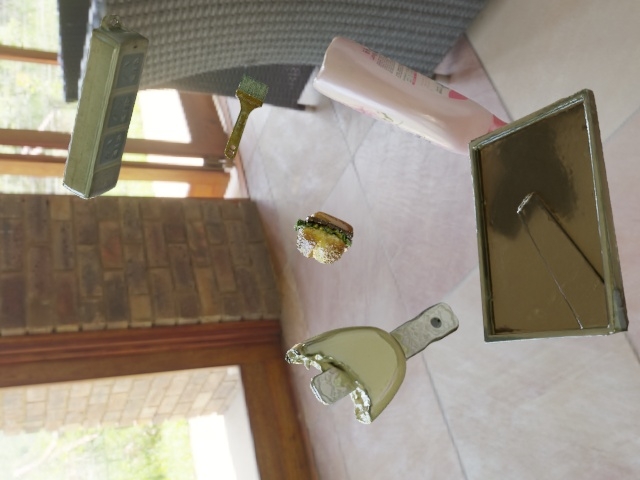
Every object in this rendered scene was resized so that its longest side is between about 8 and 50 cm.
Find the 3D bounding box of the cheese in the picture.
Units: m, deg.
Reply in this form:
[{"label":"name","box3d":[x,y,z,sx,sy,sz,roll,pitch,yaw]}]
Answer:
[{"label":"cheese","box3d":[0.083,0.141,0.833,0.127,0.235,0.050,55,150,16]}]

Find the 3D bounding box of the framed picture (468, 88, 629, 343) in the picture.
[{"label":"framed picture","box3d":[0.239,-0.018,0.728,0.189,0.023,0.260,-23,67,58]}]

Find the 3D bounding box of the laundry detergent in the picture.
[{"label":"laundry detergent","box3d":[0.156,-0.195,0.970,0.159,0.335,0.088,-77,12,-70]}]

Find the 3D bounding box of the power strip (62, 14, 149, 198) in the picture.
[{"label":"power strip","box3d":[-0.305,-0.179,0.923,0.052,0.078,0.272,29,117,10]}]

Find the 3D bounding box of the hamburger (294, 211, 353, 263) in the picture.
[{"label":"hamburger","box3d":[0.000,0.000,1.485,0.166,0.137,0.087,122,170,-71]}]

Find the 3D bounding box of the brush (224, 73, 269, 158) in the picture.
[{"label":"brush","box3d":[-0.204,-0.318,1.701,0.010,0.082,0.218,29,99,58]}]
